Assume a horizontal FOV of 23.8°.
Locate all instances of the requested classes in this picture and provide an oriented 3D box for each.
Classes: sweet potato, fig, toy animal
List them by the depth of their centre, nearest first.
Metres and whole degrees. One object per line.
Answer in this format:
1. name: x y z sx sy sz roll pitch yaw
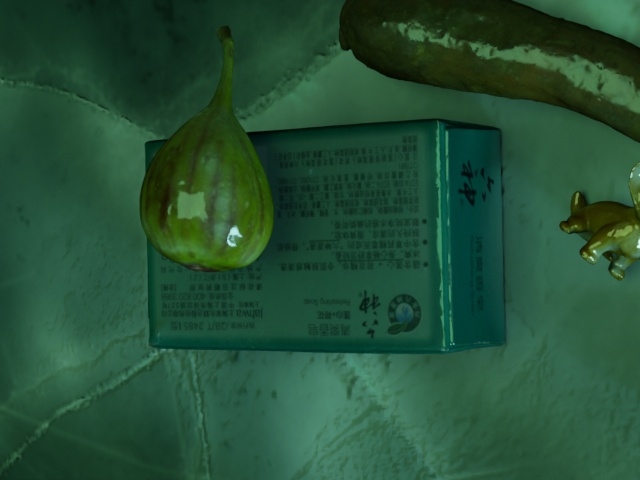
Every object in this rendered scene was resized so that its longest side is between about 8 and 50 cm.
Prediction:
1. toy animal: 0.197 -0.020 0.950 0.083 0.060 0.081 -46 31 24
2. sweet potato: 0.129 -0.118 0.980 0.273 0.075 0.075 20 101 26
3. fig: -0.083 -0.059 0.993 0.093 0.093 0.166 -19 81 31

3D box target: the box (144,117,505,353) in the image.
1. box: 0.000 0.000 1.047 0.244 0.092 0.153 -1 90 32
